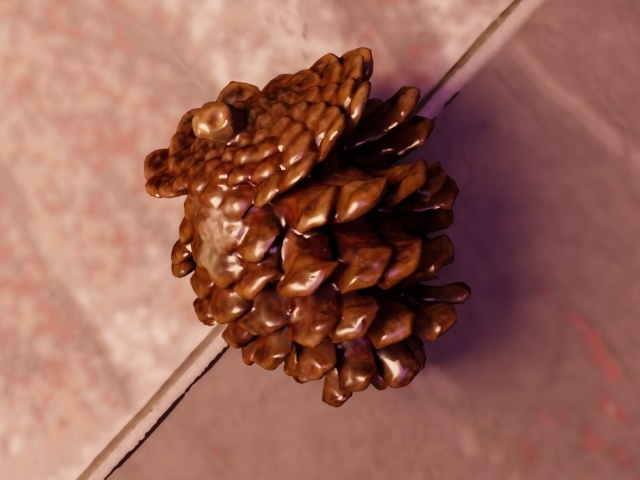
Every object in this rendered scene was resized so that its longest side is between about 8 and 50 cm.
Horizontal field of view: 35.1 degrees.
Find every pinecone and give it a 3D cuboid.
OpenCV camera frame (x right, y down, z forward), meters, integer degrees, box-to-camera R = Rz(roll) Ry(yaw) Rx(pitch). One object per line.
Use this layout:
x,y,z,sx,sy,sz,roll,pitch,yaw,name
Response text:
-0.002,0.002,0.607,0.168,0.185,0.212,-23,115,-17,pinecone
